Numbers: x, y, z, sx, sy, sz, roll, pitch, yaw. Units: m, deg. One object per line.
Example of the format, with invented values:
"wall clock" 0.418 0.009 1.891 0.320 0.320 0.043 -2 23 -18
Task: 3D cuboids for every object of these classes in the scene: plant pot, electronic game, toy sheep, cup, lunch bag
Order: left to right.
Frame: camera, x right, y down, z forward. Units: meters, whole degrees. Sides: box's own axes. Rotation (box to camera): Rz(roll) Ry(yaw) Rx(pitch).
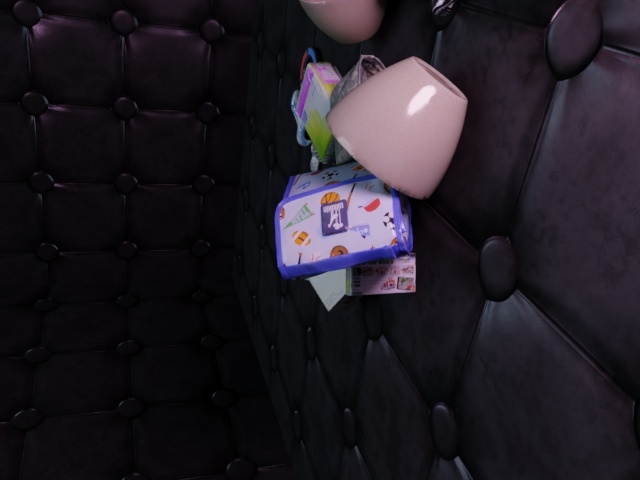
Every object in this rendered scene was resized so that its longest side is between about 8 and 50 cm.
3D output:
"electronic game" -0.046 -0.698 2.464 0.229 0.048 0.230 178 90 -71
"toy sheep" 0.018 -0.337 2.221 0.091 0.132 0.091 -39 22 19
"lunch bag" 0.067 -0.055 1.517 0.385 0.327 0.239 -77 -29 -58
"plant pot" 0.092 -0.725 1.802 0.284 0.284 0.191 -113 -4 -47
"lunch bag" 0.135 -0.393 1.781 0.235 0.168 0.287 161 102 -71
"cup" 0.215 -0.295 1.413 0.237 0.331 0.331 -50 38 25

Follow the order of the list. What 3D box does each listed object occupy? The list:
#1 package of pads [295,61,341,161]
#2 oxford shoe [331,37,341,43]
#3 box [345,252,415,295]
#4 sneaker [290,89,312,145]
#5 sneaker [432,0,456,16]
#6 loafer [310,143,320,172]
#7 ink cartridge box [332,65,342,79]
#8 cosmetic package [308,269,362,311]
"package of pads" 0.021 -0.462 2.070 0.297 0.101 0.229 64 150 31
"oxford shoe" 0.100 -0.788 2.039 0.076 0.076 0.212 44 138 22
"box" 0.171 0.093 1.642 0.036 0.206 0.114 -176 85 -67
"sneaker" -0.067 -0.520 2.477 0.086 0.085 0.237 -1 105 37
"sneaker" 0.316 -0.599 1.454 0.109 0.040 0.044 147 136 -64
"loafer" -0.014 -0.343 2.423 0.045 0.039 0.125 11 107 37
"ink cartridge box" 0.018 -0.491 2.273 0.165 0.065 0.333 -112 27 -44
"cosmetic package" 0.030 0.075 2.000 0.160 0.113 0.309 -50 58 25
